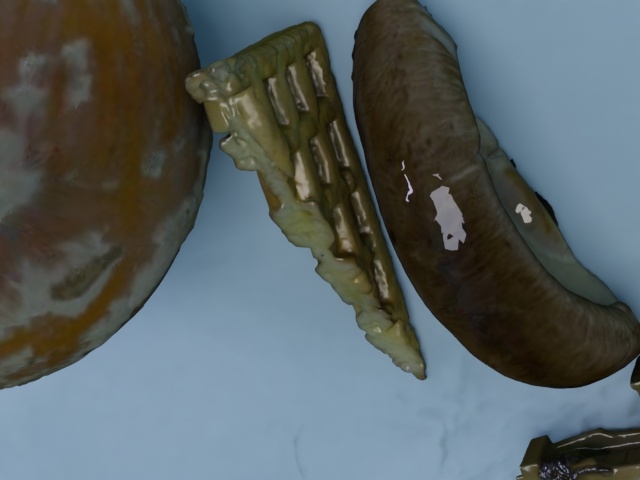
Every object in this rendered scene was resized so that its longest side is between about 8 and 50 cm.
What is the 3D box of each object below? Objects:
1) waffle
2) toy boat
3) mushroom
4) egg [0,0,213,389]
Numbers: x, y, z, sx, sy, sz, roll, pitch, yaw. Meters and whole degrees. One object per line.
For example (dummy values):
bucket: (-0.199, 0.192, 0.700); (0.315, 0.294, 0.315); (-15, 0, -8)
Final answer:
waffle: (0.000, 0.000, 0.698); (0.032, 0.125, 0.191); (-15, 101, 21)
toy boat: (0.187, 0.080, 0.711); (0.200, 0.057, 0.077); (-21, 97, 21)
mushroom: (0.069, -0.009, 0.696); (0.072, 0.094, 0.210); (-32, 102, 19)
egg: (-0.145, -0.046, 0.684); (0.195, 0.195, 0.233); (19, 115, 8)
